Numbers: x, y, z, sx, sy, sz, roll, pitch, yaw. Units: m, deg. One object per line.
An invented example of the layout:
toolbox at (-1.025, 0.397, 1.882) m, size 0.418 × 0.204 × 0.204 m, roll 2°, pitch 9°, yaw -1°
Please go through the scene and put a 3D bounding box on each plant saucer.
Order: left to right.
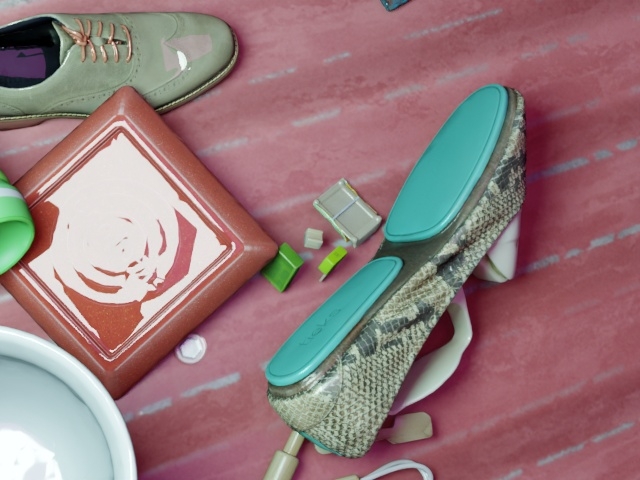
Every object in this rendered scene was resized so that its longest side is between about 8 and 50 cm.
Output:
plant saucer at (-0.223, 0.002, 1.182) m, size 0.259 × 0.048 × 0.258 m, roll -43°, pitch 92°, yaw -3°

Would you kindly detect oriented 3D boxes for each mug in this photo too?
mug at (-0.338, 0.275, 0.986) m, size 0.276 × 0.328 × 0.374 m, roll 28°, pitch 74°, yaw -6°

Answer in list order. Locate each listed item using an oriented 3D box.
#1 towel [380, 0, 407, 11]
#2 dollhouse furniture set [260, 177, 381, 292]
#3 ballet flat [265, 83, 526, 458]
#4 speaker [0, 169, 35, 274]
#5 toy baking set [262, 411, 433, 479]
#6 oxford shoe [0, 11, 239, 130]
towel at (0.156, -0.501, 1.422) m, size 0.370 × 0.040 × 0.271 m, roll -36°, pitch 87°, yaw -17°
dollhouse furniture set at (0.000, 0.000, 1.285) m, size 0.076 × 0.058 × 0.152 m, roll 44°, pitch 53°, yaw 7°
ballet flat at (0.126, 0.043, 1.247) m, size 0.182 × 0.164 × 0.483 m, roll 45°, pitch 68°, yaw -22°
speaker at (-0.423, -0.093, 1.118) m, size 0.131 × 0.131 × 0.296 m, roll -35°, pitch 71°, yaw -18°
toy baking set at (0.024, 0.298, 1.225) m, size 0.197 × 0.030 × 0.256 m, roll 23°, pitch 80°, yaw -13°
oxford shoe at (-0.253, -0.201, 1.212) m, size 0.348 × 0.130 × 0.123 m, roll -16°, pitch 82°, yaw -16°
